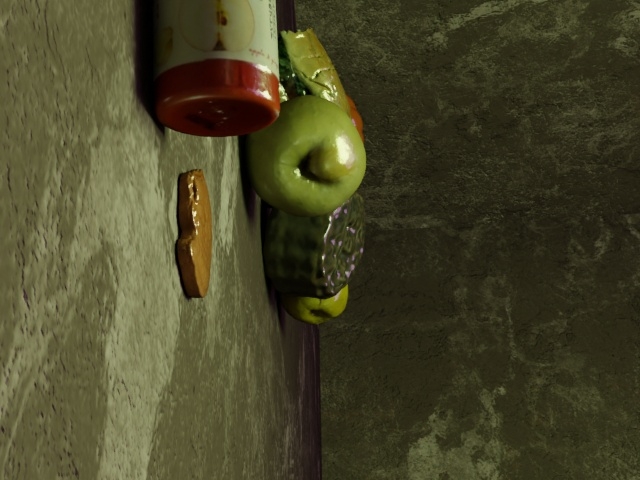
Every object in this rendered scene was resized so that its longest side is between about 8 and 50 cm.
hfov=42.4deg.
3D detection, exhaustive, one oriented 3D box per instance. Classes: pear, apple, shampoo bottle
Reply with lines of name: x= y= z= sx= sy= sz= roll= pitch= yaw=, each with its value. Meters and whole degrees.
pear: x=-0.018 y=0.089 z=1.667 sx=0.149 sy=0.149 sz=0.162 roll=83 pitch=-7 yaw=-55
apple: x=-0.027 y=-0.128 z=1.261 sx=0.200 sy=0.200 sz=0.200 roll=-4 pitch=90 yaw=-88
shampoo bottle: x=-0.092 y=-0.235 z=0.703 sx=0.104 sy=0.104 sz=0.278 roll=77 pitch=9 yaw=-77

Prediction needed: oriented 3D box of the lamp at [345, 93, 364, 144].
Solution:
lamp: x=-0.009 y=-0.210 z=1.676 sx=0.223 sy=0.196 sz=0.223 roll=13 pitch=-73 yaw=52

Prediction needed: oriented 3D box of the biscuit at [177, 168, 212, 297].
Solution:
biscuit: x=-0.117 y=-0.009 z=0.783 sx=0.102 sy=0.019 sz=0.130 roll=85 pitch=1 yaw=-57

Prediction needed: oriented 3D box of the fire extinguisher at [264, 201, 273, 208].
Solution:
fire extinguisher: x=-0.087 y=-0.137 z=1.502 sx=0.078 sy=0.045 sz=0.157 roll=24 pitch=62 yaw=-73

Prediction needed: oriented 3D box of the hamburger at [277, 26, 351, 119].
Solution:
hamburger: x=-0.029 y=-0.248 z=1.437 sx=0.309 sy=0.132 sz=0.211 roll=-105 pitch=169 yaw=-87

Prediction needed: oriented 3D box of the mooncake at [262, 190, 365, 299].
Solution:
mooncake: x=0.000 y=0.000 z=1.495 sx=0.228 sy=0.124 sz=0.228 roll=9 pitch=90 yaw=-66
